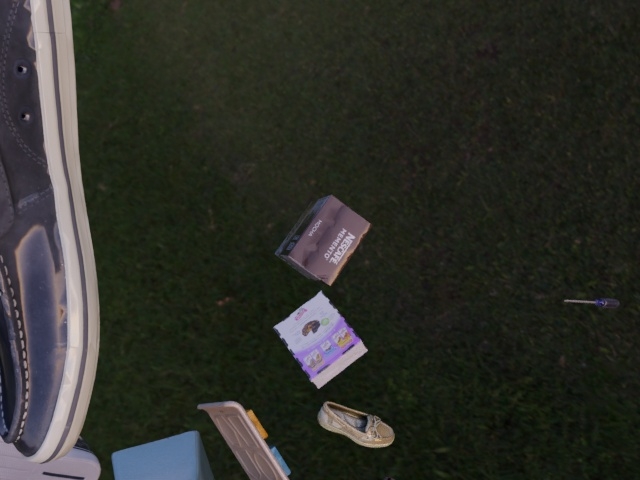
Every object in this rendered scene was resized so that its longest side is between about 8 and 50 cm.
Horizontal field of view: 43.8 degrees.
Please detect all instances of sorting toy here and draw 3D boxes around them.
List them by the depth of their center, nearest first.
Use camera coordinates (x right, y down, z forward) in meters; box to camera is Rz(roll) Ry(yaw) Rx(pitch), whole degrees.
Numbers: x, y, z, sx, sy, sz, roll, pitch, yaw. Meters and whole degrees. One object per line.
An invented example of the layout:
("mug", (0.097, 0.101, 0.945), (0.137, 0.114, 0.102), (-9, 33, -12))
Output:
("sorting toy", (-0.124, 0.366, 1.425), (0.038, 0.208, 0.193), (-38, 5, -27))

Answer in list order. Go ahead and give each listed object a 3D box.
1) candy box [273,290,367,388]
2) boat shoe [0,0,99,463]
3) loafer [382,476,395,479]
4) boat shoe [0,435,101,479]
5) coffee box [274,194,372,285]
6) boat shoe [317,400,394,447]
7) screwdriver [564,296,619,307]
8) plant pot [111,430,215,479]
("candy box", (-0.001, 0.257, 2.083), (0.165, 0.070, 0.196), (-37, 54, -3))
("boat shoe", (-0.299, -0.037, 0.711), (0.187, 0.156, 0.500), (15, 111, 55))
("loafer", (0.176, 0.507, 1.448), (0.302, 0.109, 0.095), (-1, 61, 62))
("boat shoe", (-0.571, 0.388, 1.478), (0.121, 0.335, 0.119), (-55, 40, 2))
("coffee box", (0.000, 0.000, 1.841), (0.168, 0.119, 0.297), (-54, 7, -4))
("boat shoe", (0.071, 0.345, 1.502), (0.056, 0.153, 0.048), (-70, 2, -47))
("screwdriver", (0.551, 0.124, 1.627), (0.025, 0.170, 0.024), (54, 128, 50))
("plant pot", (-0.412, 0.715, 2.156), (0.248, 0.247, 0.252), (-14, 33, -7))
